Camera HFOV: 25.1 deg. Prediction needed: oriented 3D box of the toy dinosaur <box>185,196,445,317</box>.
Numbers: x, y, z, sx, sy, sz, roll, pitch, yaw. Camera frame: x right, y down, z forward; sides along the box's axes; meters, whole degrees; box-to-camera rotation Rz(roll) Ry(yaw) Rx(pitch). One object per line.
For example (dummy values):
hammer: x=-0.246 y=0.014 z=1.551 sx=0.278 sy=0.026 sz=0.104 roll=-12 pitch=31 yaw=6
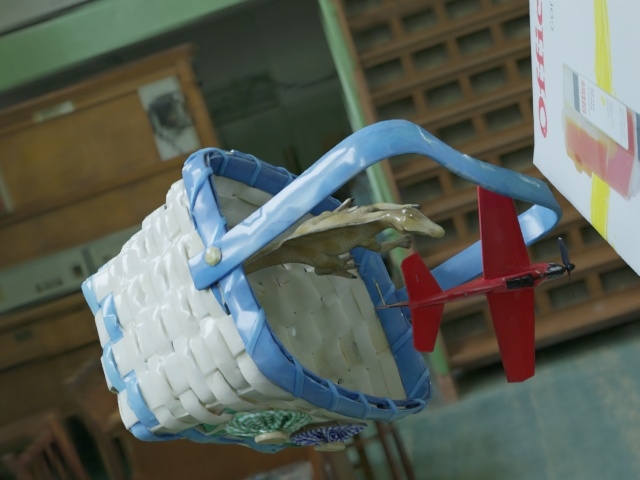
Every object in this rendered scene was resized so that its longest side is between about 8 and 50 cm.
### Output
toy dinosaur: x=0.000 y=0.000 z=0.933 sx=0.183 sy=0.053 sz=0.093 roll=-19 pitch=-7 yaw=25

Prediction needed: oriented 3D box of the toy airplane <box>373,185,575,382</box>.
toy airplane: x=0.110 y=0.031 z=0.996 sx=0.151 sy=0.151 sz=0.028 roll=-20 pitch=10 yaw=-16

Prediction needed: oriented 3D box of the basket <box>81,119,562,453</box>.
basket: x=0.006 y=0.028 z=0.999 sx=0.289 sy=0.201 sz=0.255 roll=-39 pitch=-30 yaw=23

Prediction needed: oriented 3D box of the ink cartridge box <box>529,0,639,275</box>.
ink cartridge box: x=0.219 y=-0.124 z=0.707 sx=0.161 sy=0.279 sz=0.384 roll=-5 pitch=18 yaw=-4
